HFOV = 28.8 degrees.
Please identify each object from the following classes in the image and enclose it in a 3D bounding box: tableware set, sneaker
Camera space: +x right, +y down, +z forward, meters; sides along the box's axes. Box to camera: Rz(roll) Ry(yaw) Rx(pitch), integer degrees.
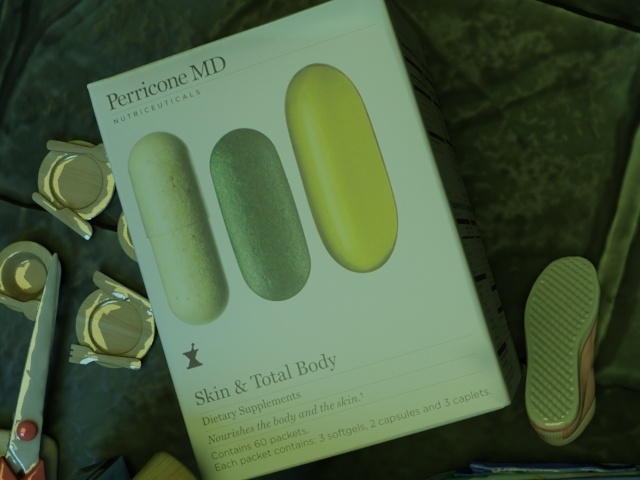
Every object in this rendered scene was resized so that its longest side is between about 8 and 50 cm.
[{"bbox_3d":[-0.176,0.010,0.960,0.141,0.020,0.169,24,95,10],"label":"tableware set"},{"bbox_3d":[0.172,0.082,0.886,0.051,0.070,0.134,3,61,19],"label":"sneaker"}]

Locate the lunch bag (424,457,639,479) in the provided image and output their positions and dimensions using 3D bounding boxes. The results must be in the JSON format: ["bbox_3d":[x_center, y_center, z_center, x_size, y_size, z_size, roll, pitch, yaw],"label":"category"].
[{"bbox_3d":[0.162,0.241,0.864,0.219,0.090,0.176,-2,87,10],"label":"lunch bag"}]

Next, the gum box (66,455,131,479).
[{"bbox_3d":[-0.147,0.262,0.876,0.041,0.157,0.184,-19,93,8],"label":"gum box"}]

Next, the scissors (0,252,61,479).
[{"bbox_3d":[-0.233,0.161,0.939,0.109,0.021,0.297,-5,95,-17],"label":"scissors"}]

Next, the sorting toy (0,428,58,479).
[{"bbox_3d":[-0.314,0.238,0.977,0.208,0.038,0.193,4,91,10],"label":"sorting toy"}]

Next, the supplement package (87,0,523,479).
[{"bbox_3d":[0.000,0.000,0.837,0.199,0.198,0.263,-17,87,11],"label":"supplement package"}]

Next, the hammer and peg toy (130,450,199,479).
[{"bbox_3d":[-0.015,0.296,0.760,0.266,0.361,0.127,25,64,38],"label":"hammer and peg toy"}]
